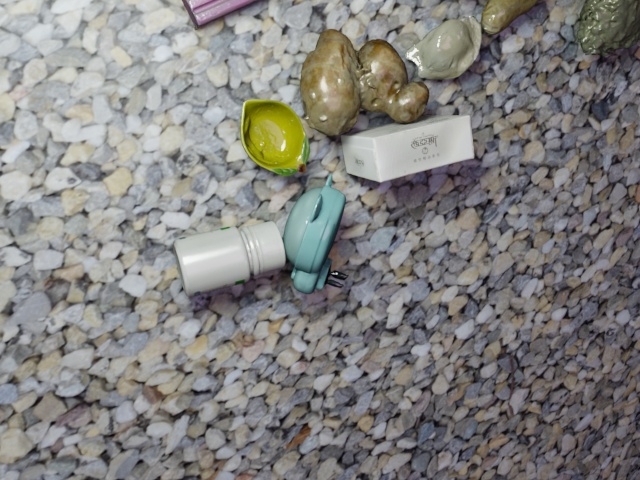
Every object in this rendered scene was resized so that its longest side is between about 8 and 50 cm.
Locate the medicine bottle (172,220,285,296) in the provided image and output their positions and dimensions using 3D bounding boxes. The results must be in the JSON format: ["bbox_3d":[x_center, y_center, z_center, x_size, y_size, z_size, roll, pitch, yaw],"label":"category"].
[{"bbox_3d":[-0.208,0.036,1.303,0.236,0.139,0.139,-16,108,-19],"label":"medicine bottle"}]

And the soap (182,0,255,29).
[{"bbox_3d":[-0.202,-0.549,1.207,0.203,0.065,0.122,-30,111,-13],"label":"soap"}]

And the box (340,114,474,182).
[{"bbox_3d":[0.205,-0.229,1.370,0.260,0.194,0.111,-14,107,-17],"label":"box"}]

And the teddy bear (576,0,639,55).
[{"bbox_3d":[0.772,-0.682,1.510,0.357,0.224,0.368,6,115,-24],"label":"teddy bear"}]

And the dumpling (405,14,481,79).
[{"bbox_3d":[0.313,-0.469,1.405,0.199,0.118,0.136,-21,108,7],"label":"dumpling"}]

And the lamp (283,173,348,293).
[{"bbox_3d":[-0.012,-0.003,1.343,0.147,0.209,0.284,4,120,14],"label":"lamp"}]

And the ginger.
[{"bbox_3d":[0.098,-0.364,1.311,0.303,0.155,0.245,-7,77,-11],"label":"ginger"}]

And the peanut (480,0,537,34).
[{"bbox_3d":[0.491,-0.607,1.451,0.214,0.099,0.100,-32,112,-10],"label":"peanut"}]

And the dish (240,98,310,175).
[{"bbox_3d":[-0.114,-0.236,1.307,0.149,0.080,0.208,-43,112,-11],"label":"dish"}]
